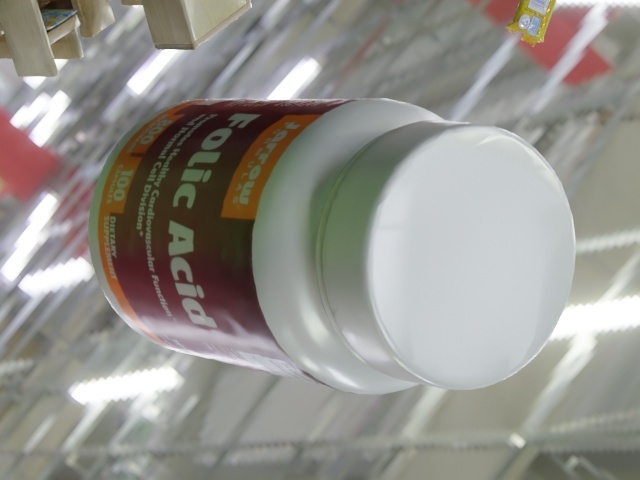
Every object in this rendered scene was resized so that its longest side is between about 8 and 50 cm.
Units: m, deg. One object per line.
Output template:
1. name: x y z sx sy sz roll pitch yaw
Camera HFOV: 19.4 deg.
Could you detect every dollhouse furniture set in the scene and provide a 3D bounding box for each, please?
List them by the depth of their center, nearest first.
1. dollhouse furniture set: -0.202 -0.262 1.663 0.242 0.161 0.212 3 -149 32

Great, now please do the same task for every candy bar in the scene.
1. candy bar: 0.209 -0.254 1.701 0.018 0.040 0.161 -7 -119 69

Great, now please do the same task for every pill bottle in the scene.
1. pill bottle: 0.000 0.000 1.459 0.224 0.224 0.392 -54 -151 -18
